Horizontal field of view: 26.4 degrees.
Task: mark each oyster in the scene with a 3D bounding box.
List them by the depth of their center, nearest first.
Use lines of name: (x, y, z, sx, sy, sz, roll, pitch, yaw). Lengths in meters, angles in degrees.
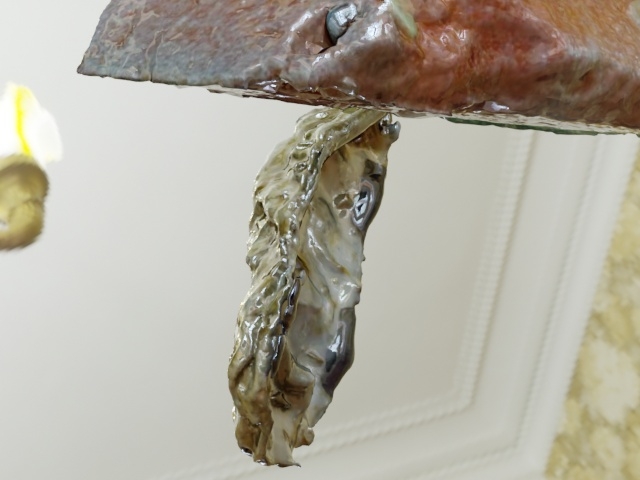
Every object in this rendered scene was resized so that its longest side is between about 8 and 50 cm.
oyster: (-0.001, -0.002, 0.881, 0.079, 0.345, 0.128, -3, -46, 22)

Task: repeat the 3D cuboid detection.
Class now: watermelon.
watermelon: (0.032, -0.096, 0.547, 0.257, 0.193, 0.139, -8, -85, -40)
